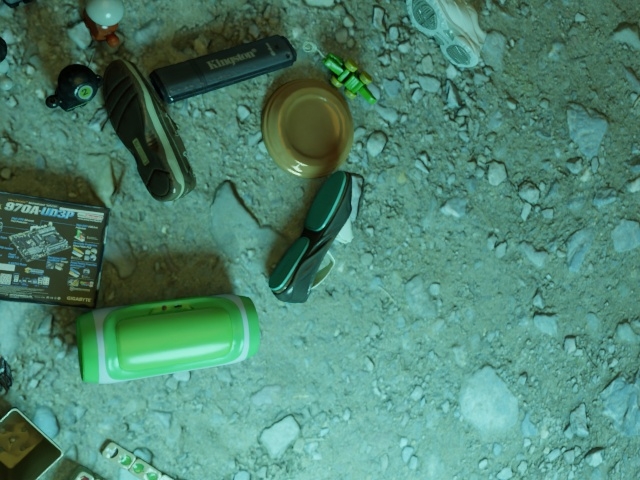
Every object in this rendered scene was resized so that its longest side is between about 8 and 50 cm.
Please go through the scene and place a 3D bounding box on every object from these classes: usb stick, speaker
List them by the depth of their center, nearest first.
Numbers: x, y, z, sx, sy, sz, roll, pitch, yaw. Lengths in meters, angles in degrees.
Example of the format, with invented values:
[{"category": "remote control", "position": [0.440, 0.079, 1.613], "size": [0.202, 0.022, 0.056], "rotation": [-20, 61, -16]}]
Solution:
[{"category": "speaker", "position": [-0.262, 0.167, 1.118], "size": [0.296, 0.131, 0.131], "rotation": [-5, 92, -25]}, {"category": "usb stick", "position": [-0.175, -0.319, 1.188], "size": [0.277, 0.045, 0.077], "rotation": [-24, 61, -23]}]

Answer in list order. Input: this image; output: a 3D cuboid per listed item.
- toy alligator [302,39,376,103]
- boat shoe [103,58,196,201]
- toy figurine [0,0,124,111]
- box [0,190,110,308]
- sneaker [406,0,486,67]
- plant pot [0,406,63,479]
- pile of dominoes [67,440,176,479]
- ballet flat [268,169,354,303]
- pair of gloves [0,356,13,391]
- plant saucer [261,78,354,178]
[{"category": "toy alligator", "position": [0.042, -0.347, 1.299], "size": [0.189, 0.056, 0.051], "rotation": [36, 34, -19]}, {"category": "boat shoe", "position": [-0.295, -0.192, 1.134], "size": [0.095, 0.095, 0.258], "rotation": [-24, 94, -58]}, {"category": "toy figurine", "position": [-0.433, -0.326, 1.021], "size": [0.209, 0.148, 0.213], "rotation": [21, 82, -24]}, {"category": "box", "position": [-0.471, 0.016, 1.059], "size": [0.220, 0.051, 0.175], "rotation": [8, 87, -25]}, {"category": "sneaker", "position": [0.275, -0.489, 1.393], "size": [0.232, 0.090, 0.115], "rotation": [42, 67, -29]}, {"category": "plant pot", "position": [-0.491, 0.330, 1.027], "size": [0.109, 0.096, 0.109], "rotation": [-44, 107, -17]}, {"category": "pile of dominoes", "position": [-0.341, 0.494, 1.129], "size": [0.251, 0.040, 0.196], "rotation": [41, 74, -19]}, {"category": "ballet flat", "position": [0.000, 0.000, 1.263], "size": [0.096, 0.095, 0.281], "rotation": [33, 87, -31]}, {"category": "pair of gloves", "position": [-0.549, 0.224, 1.047], "size": [0.083, 0.010, 0.074], "rotation": [-26, 100, -25]}, {"category": "plant saucer", "position": [-0.018, -0.223, 1.276], "size": [0.199, 0.037, 0.200], "rotation": [0, 90, -25]}]
